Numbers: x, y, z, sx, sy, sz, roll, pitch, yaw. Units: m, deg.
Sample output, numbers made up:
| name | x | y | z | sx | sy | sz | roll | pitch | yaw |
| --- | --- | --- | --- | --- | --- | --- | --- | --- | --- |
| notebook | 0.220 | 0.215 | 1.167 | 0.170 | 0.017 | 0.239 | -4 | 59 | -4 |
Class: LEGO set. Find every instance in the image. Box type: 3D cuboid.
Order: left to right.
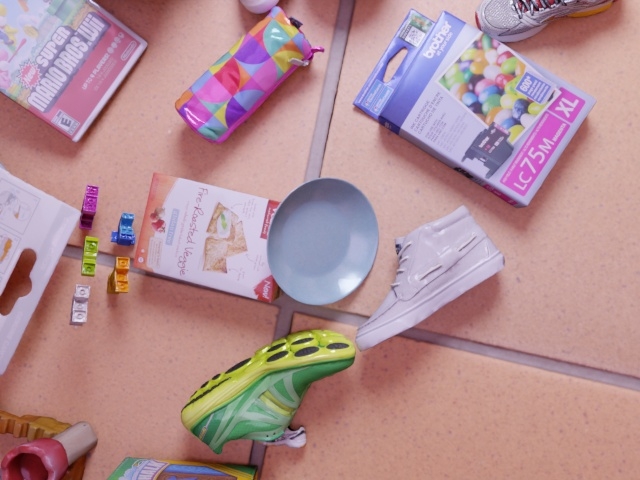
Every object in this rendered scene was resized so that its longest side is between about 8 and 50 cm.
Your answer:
| name | x | y | z | sx | sy | sz | roll | pitch | yaw |
| --- | --- | --- | --- | --- | --- | --- | --- | --- | --- |
| LEGO set | -0.349 | 0.038 | 0.884 | 0.086 | 0.093 | 0.227 | 9 | 61 | -27 |

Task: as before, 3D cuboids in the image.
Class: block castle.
| name | x | y | z | sx | sy | sz | roll | pitch | yaw |
| --- | --- | --- | --- | --- | --- | --- | --- | --- | --- |
| block castle | -0.565 | 0.489 | 0.854 | 0.302 | 0.213 | 0.454 | 14 | 93 | 7 |

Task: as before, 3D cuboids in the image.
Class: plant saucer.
| name | x | y | z | sx | sy | sz | roll | pitch | yaw |
| --- | --- | --- | --- | --- | --- | --- | --- | --- | --- |
| plant saucer | 0.000 | 0.000 | 0.835 | 0.194 | 0.037 | 0.195 | -6 | 102 | -28 |

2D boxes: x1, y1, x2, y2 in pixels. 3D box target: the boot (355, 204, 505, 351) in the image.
| name | x | y | z | sx | sy | sz | roll | pitch | yaw |
| --- | --- | --- | --- | --- | --- | --- | --- | --- | --- |
| boot | 0.140 | 0.054 | 0.833 | 0.258 | 0.095 | 0.123 | -32 | 81 | -2 |

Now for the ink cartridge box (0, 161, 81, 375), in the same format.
| name | x | y | z | sx | sy | sz | roll | pitch | yaw |
| --- | --- | --- | --- | --- | --- | --- | --- | --- | --- |
| ink cartridge box | -0.609 | -0.004 | 0.919 | 0.384 | 0.091 | 0.308 | 28 | 94 | 3 |

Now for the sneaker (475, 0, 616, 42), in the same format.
| name | x | y | z | sx | sy | sz | roll | pitch | yaw |
| --- | --- | --- | --- | --- | --- | --- | --- | --- | --- |
| sneaker | 0.334 | -0.361 | 0.793 | 0.225 | 0.092 | 0.088 | -19 | 89 | 7 |

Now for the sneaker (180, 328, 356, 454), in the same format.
| name | x | y | z | sx | sy | sz | roll | pitch | yaw |
| --- | --- | --- | --- | --- | --- | --- | --- | --- | --- |
| sneaker | -0.071 | 0.235 | 0.857 | 0.295 | 0.109 | 0.124 | -28 | 103 | 9 |

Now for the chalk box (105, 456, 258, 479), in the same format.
| name | x | y | z | sx | sy | sz | roll | pitch | yaw |
| --- | --- | --- | --- | --- | --- | --- | --- | --- | --- |
| chalk box | -0.251 | 0.450 | 0.822 | 0.288 | 0.179 | 0.181 | 5 | 92 | 2 |

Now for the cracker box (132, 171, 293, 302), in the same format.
| name | x | y | z | sx | sy | sz | roll | pitch | yaw |
| --- | --- | --- | --- | --- | --- | --- | --- | --- | --- |
| cracker box | -0.164 | -0.006 | 0.871 | 0.232 | 0.067 | 0.156 | 13 | 92 | 6 |

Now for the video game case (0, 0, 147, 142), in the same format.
| name | x | y | z | sx | sy | sz | roll | pitch | yaw |
| --- | --- | --- | --- | --- | --- | --- | --- | --- | --- |
| video game case | -0.450 | -0.320 | 0.854 | 0.285 | 0.025 | 0.204 | 36 | 91 | -21 |

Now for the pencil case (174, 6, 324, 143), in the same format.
| name | x | y | z | sx | sy | sz | roll | pitch | yaw |
| --- | --- | --- | --- | --- | --- | --- | --- | --- | --- |
| pencil case | -0.113 | -0.251 | 0.847 | 0.236 | 0.104 | 0.104 | -41 | 86 | 7 |

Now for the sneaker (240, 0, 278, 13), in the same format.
| name | x | y | z | sx | sy | sz | roll | pitch | yaw |
| --- | --- | --- | --- | --- | --- | --- | --- | --- | --- |
| sneaker | -0.105 | -0.496 | 0.819 | 0.105 | 0.123 | 0.291 | 3 | 87 | 31 |

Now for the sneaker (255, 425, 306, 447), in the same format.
| name | x | y | z | sx | sy | sz | roll | pitch | yaw |
| --- | --- | --- | --- | --- | --- | --- | --- | --- | --- |
| sneaker | -0.064 | 0.313 | 0.886 | 0.083 | 0.032 | 0.037 | 1 | 77 | 2 |

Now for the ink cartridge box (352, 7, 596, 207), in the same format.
| name | x | y | z | sx | sy | sz | roll | pitch | yaw |
| --- | --- | --- | --- | --- | --- | --- | --- | --- | --- |
| ink cartridge box | 0.223 | -0.208 | 0.827 | 0.311 | 0.065 | 0.186 | 33 | 94 | 7 |
